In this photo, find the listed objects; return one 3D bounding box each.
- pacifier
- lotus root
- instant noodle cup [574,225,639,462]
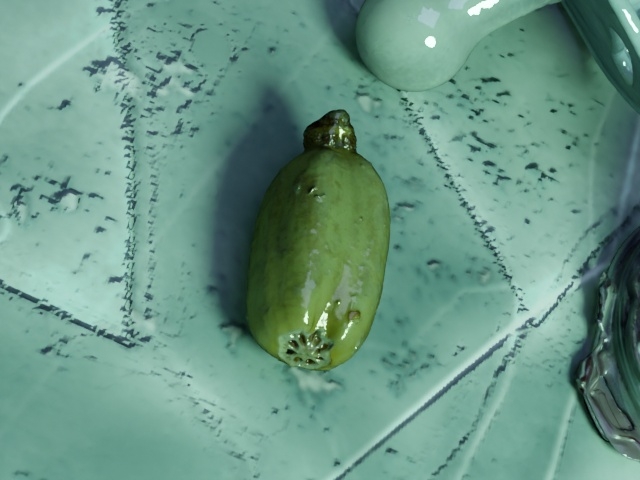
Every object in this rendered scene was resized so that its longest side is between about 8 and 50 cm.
[{"bbox_3d":[0.133,-0.184,1.373,0.233,0.244,0.299,-29,72,-2],"label":"pacifier"},{"bbox_3d":[0.000,0.000,1.256,0.090,0.077,0.183,19,60,-23],"label":"lotus root"},{"bbox_3d":[0.349,0.056,1.323,0.302,0.181,0.258,-28,79,-33],"label":"instant noodle cup"}]
